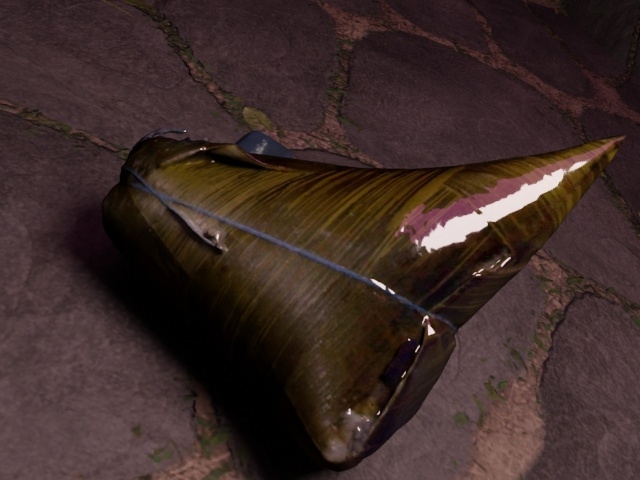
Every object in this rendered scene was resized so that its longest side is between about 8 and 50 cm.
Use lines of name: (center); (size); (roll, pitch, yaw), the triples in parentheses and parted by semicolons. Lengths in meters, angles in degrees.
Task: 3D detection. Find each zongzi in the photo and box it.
zongzi: (0.026, -0.051, 0.782); (0.403, 0.432, 0.208); (42, 0, 17)

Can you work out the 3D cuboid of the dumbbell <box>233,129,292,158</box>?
dumbbell: (0.000, 0.000, 0.953); (0.316, 0.143, 0.156); (32, 37, 3)
